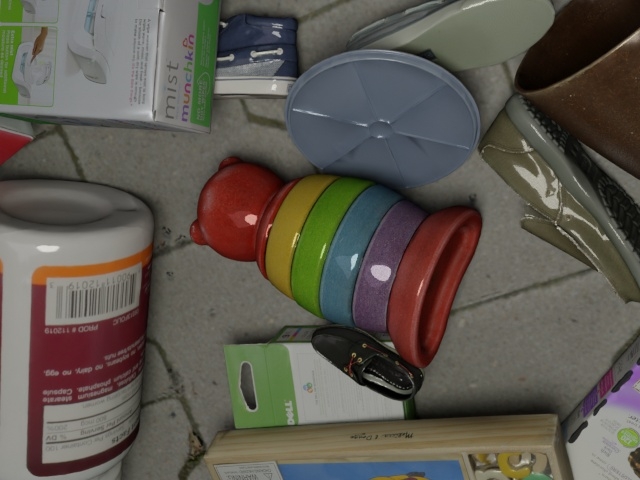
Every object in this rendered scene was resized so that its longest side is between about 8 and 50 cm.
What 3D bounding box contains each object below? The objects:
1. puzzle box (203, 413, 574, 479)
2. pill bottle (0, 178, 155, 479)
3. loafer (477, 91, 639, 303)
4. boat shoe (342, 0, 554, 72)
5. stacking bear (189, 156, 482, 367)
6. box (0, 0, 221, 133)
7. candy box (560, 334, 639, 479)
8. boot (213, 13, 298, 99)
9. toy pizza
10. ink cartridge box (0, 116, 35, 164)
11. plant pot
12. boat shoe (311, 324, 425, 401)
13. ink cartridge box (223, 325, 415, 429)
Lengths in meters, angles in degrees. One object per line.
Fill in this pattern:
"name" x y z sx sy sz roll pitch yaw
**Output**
"puzzle box" 0.092 0.328 1.061 0.408 0.052 0.272 -8 117 24
"pill bottle" -0.318 0.143 1.086 0.224 0.224 0.392 13 109 13
"loafer" 0.253 -0.034 0.943 0.087 0.094 0.251 -38 88 34
"boat shoe" 0.118 -0.212 0.925 0.227 0.081 0.079 -16 138 26
"stacking bear" 0.000 0.000 0.987 0.289 0.164 0.176 20 87 21
"box" -0.228 -0.250 0.952 0.231 0.126 0.262 5 92 20
"candy box" 0.363 0.208 0.983 0.164 0.070 0.196 36 112 4
"boot" -0.112 -0.200 1.017 0.189 0.069 0.086 3 93 14
"toy pizza" 0.063 -0.125 0.953 0.201 0.032 0.201 6 144 5
"ink cartridge box" -0.493 -0.101 1.068 0.309 0.130 0.272 -32 70 23
"plant pot" 0.332 -0.129 0.837 0.215 0.215 0.230 -40 105 23
"boat shoe" 0.048 0.131 1.004 0.133 0.042 0.049 25 111 11
"ink cartridge box" 0.000 0.160 1.082 0.209 0.062 0.109 -3 104 17
